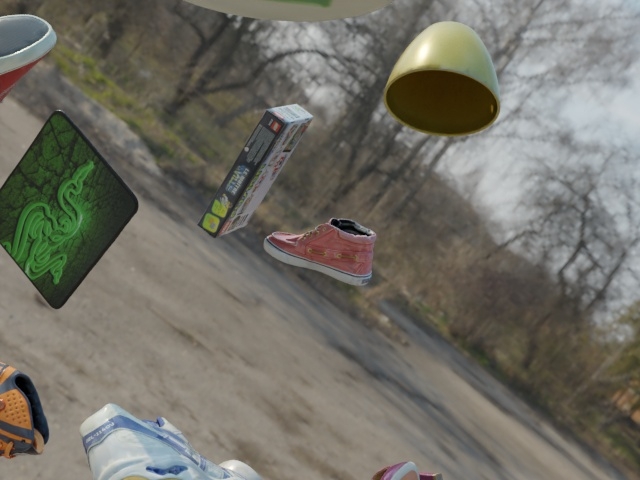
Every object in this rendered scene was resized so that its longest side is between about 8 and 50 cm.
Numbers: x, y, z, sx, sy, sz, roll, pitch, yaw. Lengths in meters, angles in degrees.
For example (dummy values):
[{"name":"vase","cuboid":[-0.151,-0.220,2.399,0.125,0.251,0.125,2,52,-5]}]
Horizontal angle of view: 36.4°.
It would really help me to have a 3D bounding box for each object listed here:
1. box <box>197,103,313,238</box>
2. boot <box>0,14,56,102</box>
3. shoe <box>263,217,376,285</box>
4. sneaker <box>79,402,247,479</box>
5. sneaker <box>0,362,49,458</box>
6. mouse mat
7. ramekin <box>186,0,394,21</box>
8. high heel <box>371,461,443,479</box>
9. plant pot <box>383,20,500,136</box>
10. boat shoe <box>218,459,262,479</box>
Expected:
[{"name":"box","cuboid":[-0.094,-0.102,1.427,0.036,0.207,0.114,38,21,10]},{"name":"boot","cuboid":[-0.469,-0.199,1.368,0.088,0.244,0.176,36,-32,22]},{"name":"shoe","cuboid":[0.000,0.000,1.442,0.178,0.081,0.063,19,23,23]},{"name":"sneaker","cuboid":[-0.157,0.255,1.079,0.131,0.112,0.296,56,0,30]},{"name":"sneaker","cuboid":[-0.535,0.349,1.527,0.180,0.321,0.124,11,-8,0]},{"name":"mouse mat","cuboid":[-0.297,-0.032,1.098,0.152,0.189,0.007,48,28,11]},{"name":"ramekin","cuboid":[-0.042,-0.326,0.970,0.303,0.148,0.303,4,-4,0]},{"name":"high heel","cuboid":[0.096,0.361,1.429,0.117,0.082,0.244,-6,-7,20]},{"name":"plant pot","cuboid":[0.147,-0.197,1.137,0.134,0.095,0.134,9,-25,4]},{"name":"boat shoe","cuboid":[-0.183,0.476,1.413,0.127,0.340,0.158,31,35,16]}]
